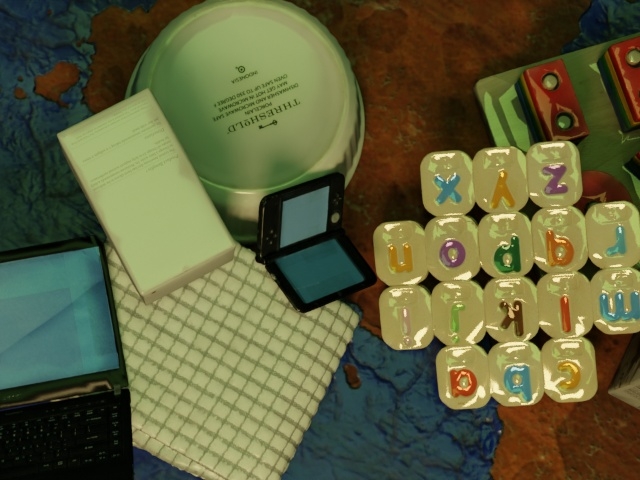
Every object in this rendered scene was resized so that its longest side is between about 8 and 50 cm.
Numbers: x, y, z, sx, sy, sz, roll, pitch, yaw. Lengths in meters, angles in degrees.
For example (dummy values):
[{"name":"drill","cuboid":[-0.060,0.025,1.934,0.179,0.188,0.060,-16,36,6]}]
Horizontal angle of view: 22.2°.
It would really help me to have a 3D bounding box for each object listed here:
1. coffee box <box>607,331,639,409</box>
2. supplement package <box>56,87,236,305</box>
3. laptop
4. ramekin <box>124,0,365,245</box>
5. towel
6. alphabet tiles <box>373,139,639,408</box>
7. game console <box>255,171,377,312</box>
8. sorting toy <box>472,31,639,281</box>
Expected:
[{"name":"coffee box","cuboid":[0.410,0.093,1.657,0.119,0.297,0.168,27,78,1]},{"name":"supplement package","cuboid":[-0.170,-0.041,1.607,0.105,0.105,0.179,-27,85,-9]},{"name":"laptop","cuboid":[-0.306,0.140,1.557,0.234,0.264,0.136,-10,125,-1]},{"name":"ramekin","cuboid":[-0.080,-0.140,1.748,0.273,0.127,0.273,1,79,-5]},{"name":"towel","cuboid":[-0.132,0.116,1.703,0.284,0.121,0.235,28,80,-1]},{"name":"alphabet tiles","cuboid":[0.201,0.037,1.735,0.284,0.021,0.278,-5,94,12]},{"name":"game console","cuboid":[0.000,0.000,1.664,0.122,0.071,0.107,-20,124,-44]},{"name":"sorting toy","cuboid":[0.333,-0.099,1.794,0.257,0.089,0.255,-17,81,-8]}]
